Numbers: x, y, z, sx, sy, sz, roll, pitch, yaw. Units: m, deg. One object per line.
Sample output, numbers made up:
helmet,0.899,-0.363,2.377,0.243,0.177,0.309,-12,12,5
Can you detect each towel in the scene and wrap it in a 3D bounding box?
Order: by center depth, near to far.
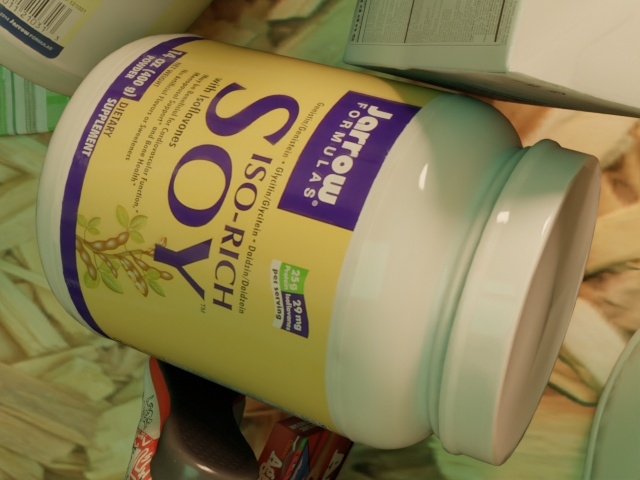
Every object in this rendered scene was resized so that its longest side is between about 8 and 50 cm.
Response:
towel,-0.304,-0.161,0.881,0.152,0.023,0.113,1,95,23

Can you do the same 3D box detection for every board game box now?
board game box,-0.055,0.259,0.690,0.027,0.145,0.281,28,98,19

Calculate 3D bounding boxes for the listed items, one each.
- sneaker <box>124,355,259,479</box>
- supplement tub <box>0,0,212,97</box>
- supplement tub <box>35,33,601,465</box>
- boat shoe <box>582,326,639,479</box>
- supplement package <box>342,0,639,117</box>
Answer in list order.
sneaker,-0.117,0.173,0.671,0.090,0.270,0.145,26,97,-14
supplement tub,-0.144,-0.294,0.677,0.325,0.235,0.235,-43,74,20
supplement tub,0.000,0.000,0.617,0.331,0.241,0.241,17,99,24
boat shoe,0.248,0.175,0.602,0.099,0.116,0.319,17,94,-19
supplement package,0.126,-0.157,0.539,0.134,0.244,0.139,10,99,-20
